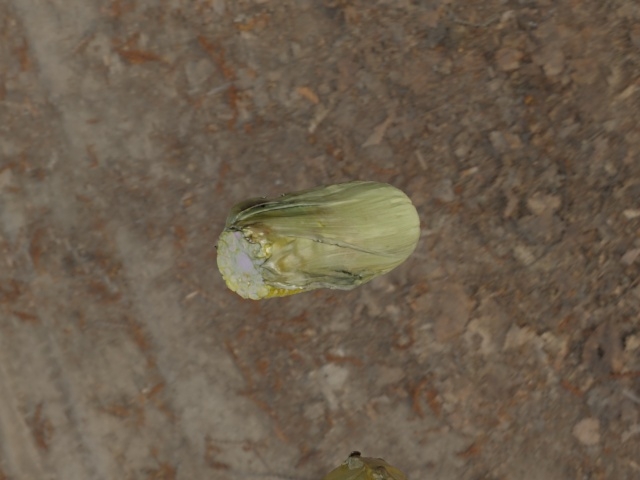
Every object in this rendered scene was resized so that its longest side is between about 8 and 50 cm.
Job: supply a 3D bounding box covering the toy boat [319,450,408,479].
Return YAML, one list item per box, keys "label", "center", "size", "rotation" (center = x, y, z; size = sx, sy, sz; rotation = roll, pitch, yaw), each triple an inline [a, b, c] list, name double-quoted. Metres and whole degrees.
- label: "toy boat"
  center: [0.054, 0.248, 0.957]
  size: [0.089, 0.310, 0.115]
  rotation: [-37, 69, -1]

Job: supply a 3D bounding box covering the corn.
- label: "corn"
  center: [0.002, -0.003, 1.438]
  size: [0.122, 0.305, 0.123]
  rotation: [7, 105, 41]
